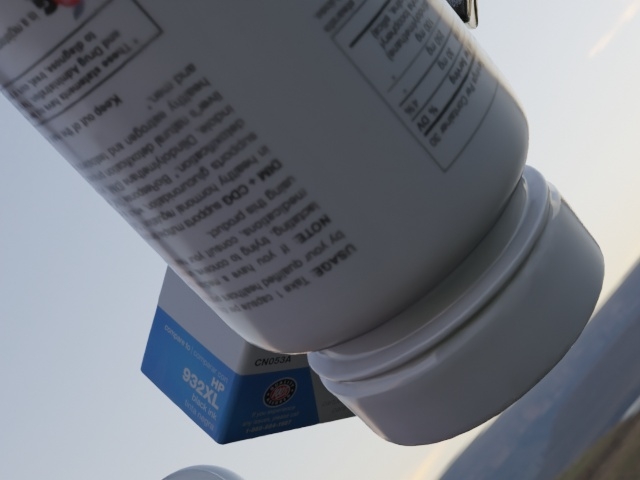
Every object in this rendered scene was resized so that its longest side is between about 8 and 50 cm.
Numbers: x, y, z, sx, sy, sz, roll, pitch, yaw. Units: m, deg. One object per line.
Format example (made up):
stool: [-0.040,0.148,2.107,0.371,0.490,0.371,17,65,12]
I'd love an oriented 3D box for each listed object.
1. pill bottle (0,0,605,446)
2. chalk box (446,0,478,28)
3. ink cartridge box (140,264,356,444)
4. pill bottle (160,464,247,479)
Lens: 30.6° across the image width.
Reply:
pill bottle: [-0.016,-0.055,0.490,0.160,0.283,0.160,-37,19,15]
chalk box: [0.030,-0.251,1.045,0.132,0.213,0.132,-36,-55,-77]
ink cartridge box: [0.000,0.000,1.006,0.223,0.129,0.307,-3,-61,-43]
pill bottle: [-0.146,0.386,1.527,0.169,0.169,0.301,-45,-17,-14]
